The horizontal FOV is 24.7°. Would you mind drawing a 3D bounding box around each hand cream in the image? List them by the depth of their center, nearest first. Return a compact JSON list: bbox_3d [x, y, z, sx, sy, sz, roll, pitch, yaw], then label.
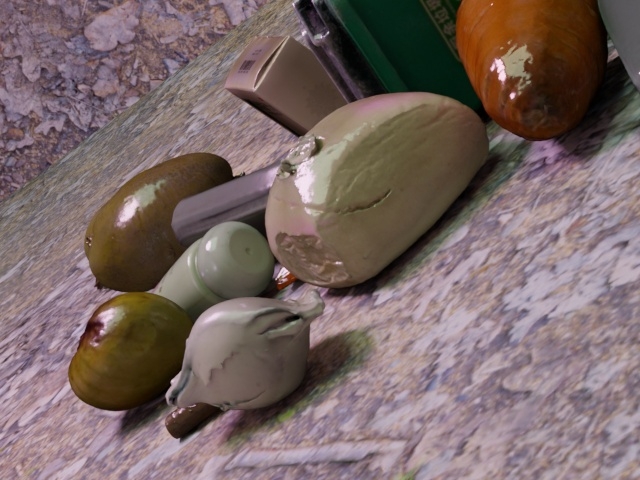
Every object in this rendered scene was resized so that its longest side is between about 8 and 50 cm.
[{"bbox_3d":[-0.165,0.077,1.740,0.306,0.093,0.147,-38,12,45],"label":"hand cream"}]

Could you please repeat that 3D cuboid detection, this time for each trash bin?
[{"bbox_3d":[0.173,-0.303,1.673,0.381,0.259,0.295,-31,24,10],"label":"trash bin"}]

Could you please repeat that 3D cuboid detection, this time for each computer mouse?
[{"bbox_3d":[0.334,-0.213,1.368,0.128,0.079,0.231,-37,30,23],"label":"computer mouse"},{"bbox_3d":[-0.051,-0.049,1.768,0.197,0.095,0.331,-27,5,-33],"label":"computer mouse"}]

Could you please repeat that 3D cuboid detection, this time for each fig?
[{"bbox_3d":[-0.214,0.122,1.628,0.153,0.121,0.136,-33,21,24],"label":"fig"}]

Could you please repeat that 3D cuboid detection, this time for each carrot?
[{"bbox_3d":[0.207,-0.174,1.403,0.159,0.159,0.225,-34,18,21],"label":"carrot"}]

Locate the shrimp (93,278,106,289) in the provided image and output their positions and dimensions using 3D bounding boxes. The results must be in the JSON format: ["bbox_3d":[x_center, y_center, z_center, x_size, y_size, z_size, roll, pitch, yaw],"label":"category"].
[{"bbox_3d":[-0.285,0.033,2.219,0.190,0.042,0.101,-28,27,36],"label":"shrimp"}]

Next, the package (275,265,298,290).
[{"bbox_3d":[0.000,-0.001,1.640,0.108,0.031,0.121,-33,18,22],"label":"package"}]

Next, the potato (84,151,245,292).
[{"bbox_3d":[-0.213,-0.030,2.009,0.251,0.159,0.174,-31,39,2],"label":"potato"}]

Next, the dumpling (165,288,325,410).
[{"bbox_3d":[-0.062,0.100,1.370,0.188,0.108,0.127,-34,1,24],"label":"dumpling"}]

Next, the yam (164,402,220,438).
[{"bbox_3d":[-0.094,0.146,1.445,0.145,0.032,0.032,-38,15,14],"label":"yam"}]

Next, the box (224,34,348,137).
[{"bbox_3d":[-0.025,-0.198,1.977,0.095,0.168,0.212,-56,15,-2],"label":"box"}]

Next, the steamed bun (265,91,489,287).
[{"bbox_3d":[0.047,-0.070,1.490,0.239,0.152,0.170,-48,17,-18],"label":"steamed bun"}]
